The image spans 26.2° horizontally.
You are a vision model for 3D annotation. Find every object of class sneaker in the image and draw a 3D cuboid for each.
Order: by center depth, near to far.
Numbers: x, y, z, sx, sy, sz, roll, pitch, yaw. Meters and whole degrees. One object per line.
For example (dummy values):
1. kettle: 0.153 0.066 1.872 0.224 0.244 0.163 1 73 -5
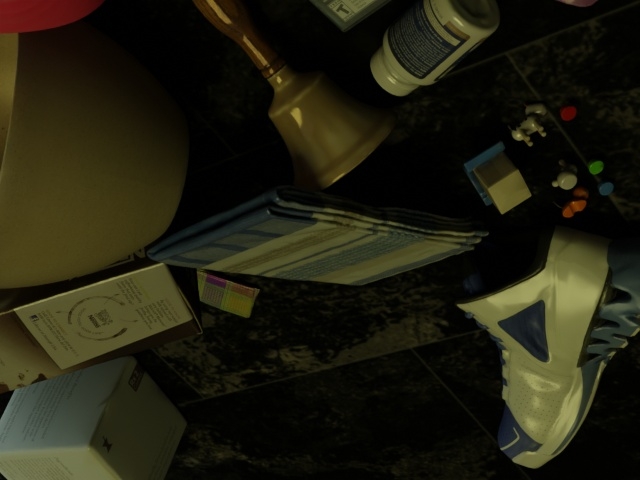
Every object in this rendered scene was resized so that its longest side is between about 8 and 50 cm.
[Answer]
1. sneaker: 0.220 0.084 1.443 0.182 0.127 0.315 21 133 3

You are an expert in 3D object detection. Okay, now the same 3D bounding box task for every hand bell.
1. hand bell: -0.051 -0.169 1.289 0.126 0.126 0.242 -28 109 41

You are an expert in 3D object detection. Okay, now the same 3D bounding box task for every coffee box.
1. coffee box: -0.288 0.049 1.479 0.297 0.168 0.119 -17 132 6

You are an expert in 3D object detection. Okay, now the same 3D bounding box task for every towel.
1. towel: 0.000 0.000 1.375 0.285 0.034 0.209 7 160 -40
2. towel: -0.116 0.061 1.623 0.083 0.009 0.060 19 141 2

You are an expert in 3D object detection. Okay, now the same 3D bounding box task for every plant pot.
1. plant pot: -0.239 -0.082 1.340 0.191 0.284 0.284 10 145 -24

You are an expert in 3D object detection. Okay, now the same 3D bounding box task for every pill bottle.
1. pill bottle: 0.098 -0.180 1.222 0.067 0.067 0.120 34 138 -16

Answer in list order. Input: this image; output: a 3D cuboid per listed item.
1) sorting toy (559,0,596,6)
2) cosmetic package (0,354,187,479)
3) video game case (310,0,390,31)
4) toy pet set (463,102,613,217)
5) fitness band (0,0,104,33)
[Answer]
1. sorting toy: 0.066 -0.289 1.075 0.366 0.127 0.126 15 110 1
2. cosmetic package: -0.306 0.259 1.812 0.184 0.151 0.151 -7 133 30
3. video game case: -0.010 -0.312 1.149 0.274 0.026 0.196 40 136 -22
4. toy pet set: 0.202 -0.075 1.324 0.114 0.065 0.122 -32 129 3
5. fitness band: -0.318 -0.251 1.172 0.291 0.209 0.054 -3 131 -15
